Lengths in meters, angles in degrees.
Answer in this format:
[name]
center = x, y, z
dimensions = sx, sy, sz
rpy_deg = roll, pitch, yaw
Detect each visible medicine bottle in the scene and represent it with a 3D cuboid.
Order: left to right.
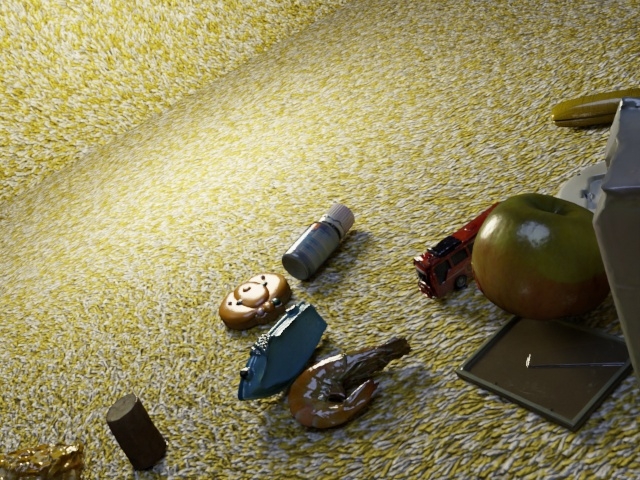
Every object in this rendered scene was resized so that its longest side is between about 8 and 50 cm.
[medicine bottle]
center = 0.000, 0.000, 1.978
dimensions = 0.083, 0.083, 0.203
rpy_deg = 5, 40, 43

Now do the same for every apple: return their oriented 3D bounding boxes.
[apple]
center = 0.379, 0.027, 1.477
dimensions = 0.261, 0.194, 0.261
rpy_deg = 7, 20, -3

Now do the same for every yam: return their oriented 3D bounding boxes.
[yam]
center = -0.347, 0.359, 1.633
dimensions = 0.084, 0.127, 0.084
rpy_deg = -21, 26, 11

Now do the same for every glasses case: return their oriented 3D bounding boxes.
[glasses case]
center = 0.640, -0.299, 1.968
dimensions = 0.234, 0.064, 0.079
rpy_deg = -6, 34, 31

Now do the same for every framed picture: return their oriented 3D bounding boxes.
[framed picture]
center = 0.370, 0.198, 1.428
dimensions = 0.189, 0.023, 0.260
rpy_deg = -40, 32, -22

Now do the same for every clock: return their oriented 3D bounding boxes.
[clock]
center = 0.564, -0.069, 1.648
dimensions = 0.230, 0.083, 0.230
rpy_deg = -21, 28, 12

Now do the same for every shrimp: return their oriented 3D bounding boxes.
[shrimp]
center = 0.054, 0.249, 1.563
dimensions = 0.249, 0.068, 0.150
rpy_deg = -35, 42, -4

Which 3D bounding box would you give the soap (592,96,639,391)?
[soap]
center = 0.565, 0.031, 1.135
dimensions = 0.350, 0.435, 0.213
rpy_deg = -4, 36, 29

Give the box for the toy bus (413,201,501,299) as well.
[toy bus]
center = 0.289, 0.021, 1.705
dimensions = 0.235, 0.096, 0.073
rpy_deg = -32, 27, -13

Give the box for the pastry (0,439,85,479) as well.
[pastry]
center = -0.570, 0.464, 1.662
dimensions = 0.250, 0.102, 0.154
rpy_deg = -16, 28, 14

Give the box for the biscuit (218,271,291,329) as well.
[biscuit]
center = -0.144, 0.129, 1.916
dimensions = 0.170, 0.050, 0.170
rpy_deg = -20, 30, 12

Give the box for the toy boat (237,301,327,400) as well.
[toy boat]
center = -0.084, 0.221, 1.681
dimensions = 0.098, 0.109, 0.238
rpy_deg = -25, 19, 47
